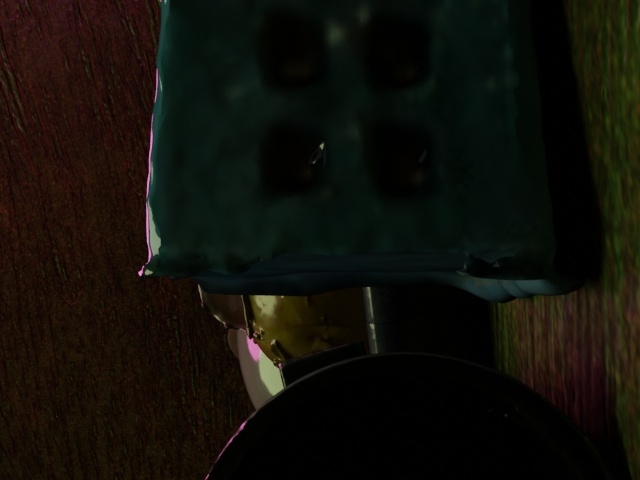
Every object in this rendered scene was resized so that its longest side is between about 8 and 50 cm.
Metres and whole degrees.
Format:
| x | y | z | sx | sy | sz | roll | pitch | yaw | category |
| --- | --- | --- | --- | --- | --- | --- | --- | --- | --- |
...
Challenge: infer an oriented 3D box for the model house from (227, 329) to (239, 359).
| x | y | z | sx | sy | sz | roll | pitch | yaw | category |
| --- | --- | --- | --- | --- | --- | --- | --- | --- | --- |
| 0.046 | 0.073 | 1.403 | 0.205 | 0.218 | 0.279 | 45 | -138 | -8 | model house |

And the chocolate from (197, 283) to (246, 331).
| x | y | z | sx | sy | sz | roll | pitch | yaw | category |
| --- | --- | --- | --- | --- | --- | --- | --- | --- | --- |
| -0.001 | 0.000 | 1.005 | 0.083 | 0.261 | 0.161 | -4 | -92 | -64 | chocolate |

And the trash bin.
| x | y | z | sx | sy | sz | roll | pitch | yaw | category |
| --- | --- | --- | --- | --- | --- | --- | --- | --- | --- |
| 0.040 | 0.184 | 0.603 | 0.262 | 0.217 | 0.277 | 92 | 160 | -77 | trash bin |

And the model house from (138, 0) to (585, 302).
| x | y | z | sx | sy | sz | roll | pitch | yaw | category |
| --- | --- | --- | --- | --- | --- | --- | --- | --- | --- |
| 0.008 | -0.110 | 0.593 | 0.237 | 0.215 | 0.303 | 107 | 159 | -86 | model house |

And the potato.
| x | y | z | sx | sy | sz | roll | pitch | yaw | category |
| --- | --- | --- | --- | --- | --- | --- | --- | --- | --- |
| 0.016 | -0.030 | 0.853 | 0.173 | 0.140 | 0.300 | -15 | -62 | -58 | potato |

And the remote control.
| x | y | z | sx | sy | sz | roll | pitch | yaw | category |
| --- | --- | --- | --- | --- | --- | --- | --- | --- | --- |
| 0.078 | 0.066 | 0.789 | 0.044 | 0.107 | 0.378 | 6 | 110 | 45 | remote control |

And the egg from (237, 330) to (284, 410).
| x | y | z | sx | sy | sz | roll | pitch | yaw | category |
| --- | --- | --- | --- | --- | --- | --- | --- | --- | --- |
| 0.013 | 0.109 | 1.121 | 0.203 | 0.202 | 0.283 | 87 | 173 | -63 | egg |
